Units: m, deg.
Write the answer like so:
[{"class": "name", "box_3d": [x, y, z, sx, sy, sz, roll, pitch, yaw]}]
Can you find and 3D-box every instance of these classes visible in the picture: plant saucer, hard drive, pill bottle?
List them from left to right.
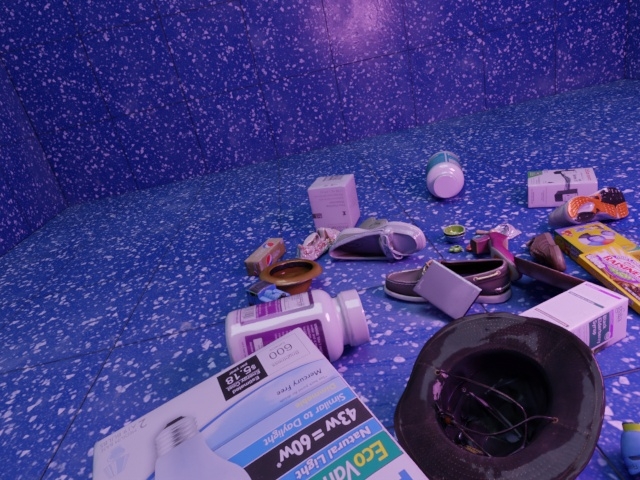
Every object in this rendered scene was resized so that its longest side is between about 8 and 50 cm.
[{"class": "pill bottle", "box_3d": [-0.049, 0.207, 1.009, 0.301, 0.170, 0.169, -14, 23, -3]}, {"class": "pill bottle", "box_3d": [0.503, -0.261, 1.808, 0.146, 0.147, 0.264, -5, 24, 16]}, {"class": "hard drive", "box_3d": [0.305, 0.121, 1.079, 0.135, 0.022, 0.094, 35, 90, 30]}, {"class": "plant saucer", "box_3d": [0.547, 0.087, 1.045, 0.198, 0.036, 0.198, 20, 7, -2]}]

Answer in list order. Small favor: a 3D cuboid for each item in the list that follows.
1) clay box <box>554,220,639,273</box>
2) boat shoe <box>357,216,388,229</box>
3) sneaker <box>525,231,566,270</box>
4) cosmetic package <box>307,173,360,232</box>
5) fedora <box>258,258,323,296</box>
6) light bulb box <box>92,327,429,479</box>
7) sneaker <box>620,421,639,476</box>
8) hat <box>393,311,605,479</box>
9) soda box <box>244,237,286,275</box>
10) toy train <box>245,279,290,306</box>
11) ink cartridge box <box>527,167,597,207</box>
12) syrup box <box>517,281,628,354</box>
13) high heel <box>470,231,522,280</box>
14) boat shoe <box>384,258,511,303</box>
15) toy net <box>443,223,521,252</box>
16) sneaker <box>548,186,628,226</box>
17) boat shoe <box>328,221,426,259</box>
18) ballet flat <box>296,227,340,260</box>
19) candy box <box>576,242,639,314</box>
[{"class": "clay box", "box_3d": [0.730, 0.022, 1.168, 0.127, 0.053, 0.222, -12, 23, 3]}, {"class": "boat shoe", "box_3d": [0.190, -0.030, 1.554, 0.084, 0.079, 0.233, -43, 15, -6]}, {"class": "sneaker", "box_3d": [0.607, 0.040, 1.202, 0.071, 0.066, 0.188, -22, 14, 22]}, {"class": "cosmetic package", "box_3d": [0.056, -0.143, 1.723, 0.151, 0.184, 0.151, -4, 24, 20]}, {"class": "fedora", "box_3d": [-0.085, 0.118, 1.327, 0.194, 0.079, 0.194, -4, 19, 1]}, {"class": "light bulb box", "box_3d": [-0.074, 0.358, 0.574, 0.357, 0.226, 0.361, -28, 26, -16]}, {"class": "sneaker", "box_3d": [0.536, 0.313, 0.617, 0.209, 0.069, 0.082, 4, 60, 17]}, {"class": "hat", "box_3d": [0.291, 0.278, 0.718, 0.331, 0.134, 0.331, -24, 30, 15]}, {"class": "soda box", "box_3d": [-0.191, 0.056, 1.562, 0.061, 0.058, 0.181, -1, 26, 26]}, {"class": "toy train", "box_3d": [-0.123, 0.176, 1.196, 0.080, 0.105, 0.184, -31, 29, -35]}, {"class": "ink cartridge box", "box_3d": [0.828, -0.182, 1.536, 0.208, 0.087, 0.153, -1, 27, 24]}, {"class": "syrup box", "box_3d": [0.489, 0.178, 0.889, 0.236, 0.093, 0.096, -20, 24, -16]}, {"class": "high heel", "box_3d": [0.517, 0.038, 1.225, 0.117, 0.082, 0.244, -11, 16, -4]}, {"class": "boat shoe", "box_3d": [0.319, 0.096, 1.157, 0.323, 0.097, 0.117, 0, 26, 26]}, {"class": "toy net", "box_3d": [0.506, -0.018, 1.383, 0.231, 0.045, 0.122, -9, 23, 9]}, {"class": "sneaker", "box_3d": [0.803, -0.094, 1.348, 0.262, 0.100, 0.121, -6, -10, -20]}, {"class": "boat shoe", "box_3d": [0.174, 0.015, 1.405, 0.320, 0.118, 0.103, 0, 32, 36]}, {"class": "ballet flat", "box_3d": [0.000, 0.000, 1.566, 0.091, 0.077, 0.241, 3, 27, 33]}, {"class": "candy box", "box_3d": [0.700, 0.086, 1.008, 0.105, 0.027, 0.206, -16, 39, -9]}]
